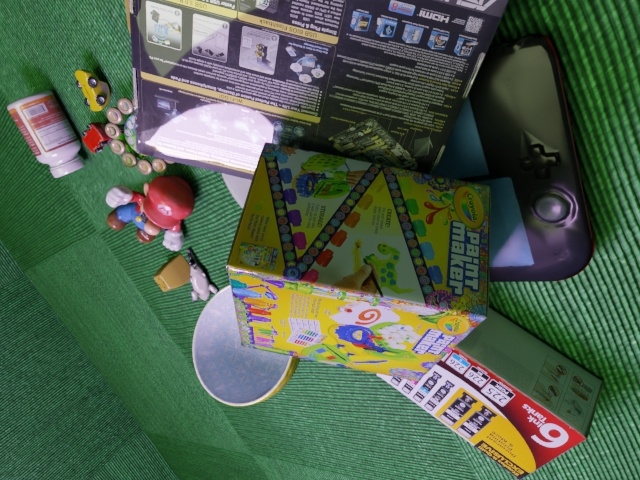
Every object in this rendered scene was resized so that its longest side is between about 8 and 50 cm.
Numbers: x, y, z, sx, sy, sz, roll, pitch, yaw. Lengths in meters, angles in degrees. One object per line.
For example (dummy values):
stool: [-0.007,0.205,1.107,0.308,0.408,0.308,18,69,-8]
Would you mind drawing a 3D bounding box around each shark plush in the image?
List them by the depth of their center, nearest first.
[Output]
shark plush: [-0.348,0.101,1.382,0.161,0.073,0.067,64,167,-24]

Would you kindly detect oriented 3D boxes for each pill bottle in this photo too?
pill bottle: [-0.740,-0.288,1.366,0.121,0.121,0.216,0,120,41]

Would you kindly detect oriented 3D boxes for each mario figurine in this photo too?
mario figurine: [-0.428,-0.050,1.230,0.321,0.198,0.169,-17,87,52]

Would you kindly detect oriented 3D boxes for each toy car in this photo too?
toy car: [-0.497,-0.276,1.217,0.225,0.053,0.239,35,138,14]

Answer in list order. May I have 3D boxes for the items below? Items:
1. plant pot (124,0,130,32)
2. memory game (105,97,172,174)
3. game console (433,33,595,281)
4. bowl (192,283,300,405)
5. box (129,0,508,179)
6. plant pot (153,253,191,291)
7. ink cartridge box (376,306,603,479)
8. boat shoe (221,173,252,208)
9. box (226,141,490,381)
plant pot: [-0.131,-0.389,0.684,0.188,0.212,0.212,6,110,20]
memory game: [-0.405,-0.238,1.139,0.187,0.012,0.186,5,117,10]
game console: [0.176,-0.084,0.748,0.387,0.060,0.341,-5,123,39]
bowl: [-0.150,0.251,1.221,0.290,0.289,0.156,17,174,31]
box: [-0.023,-0.210,0.606,0.396,0.097,0.318,13,130,-2]
plant pot: [-0.421,0.100,1.418,0.082,0.083,0.081,-21,106,48]
ink cartridge box: [0.276,0.265,0.905,0.310,0.130,0.271,34,138,16]
boat shoe: [-0.066,-0.073,0.968,0.302,0.091,0.114,48,129,0]
box: [0.041,0.050,0.676,0.280,0.176,0.289,12,151,1]
